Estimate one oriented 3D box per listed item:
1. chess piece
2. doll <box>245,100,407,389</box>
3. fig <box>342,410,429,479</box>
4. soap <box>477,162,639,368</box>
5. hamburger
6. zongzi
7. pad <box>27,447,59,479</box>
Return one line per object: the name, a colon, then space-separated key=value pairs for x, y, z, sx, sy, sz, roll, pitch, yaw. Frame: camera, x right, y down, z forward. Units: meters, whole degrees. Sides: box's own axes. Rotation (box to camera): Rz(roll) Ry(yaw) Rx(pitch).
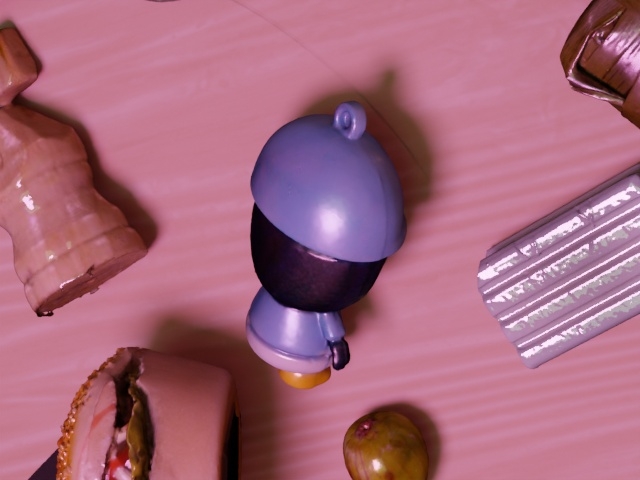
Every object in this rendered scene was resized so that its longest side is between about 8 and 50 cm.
chess piece: x=-0.312 y=-0.079 z=1.652 sx=0.137 sy=0.137 sz=0.301 roll=-36 pitch=82 yaw=27
doll: x=0.000 y=0.000 z=1.535 sx=0.177 sy=0.141 sz=0.314 roll=45 pitch=136 yaw=36
fig: x=0.085 y=0.256 z=1.614 sx=0.093 sy=0.093 sz=0.166 roll=-24 pitch=96 yaw=26
soap: x=0.254 y=0.025 z=1.481 sx=0.198 sy=0.066 sz=0.119 roll=-32 pitch=93 yaw=27
hamburger: x=-0.174 y=0.251 z=1.606 sx=0.170 sy=0.302 sz=0.302 roll=3 pitch=110 yaw=3
zongzi: x=0.380 y=-0.191 z=1.333 sx=0.260 sy=0.123 sz=0.289 roll=38 pitch=113 yaw=0
pad: x=-0.279 y=0.326 z=1.829 sx=0.157 sy=0.003 sz=0.112 roll=46 pitch=118 yaw=2
